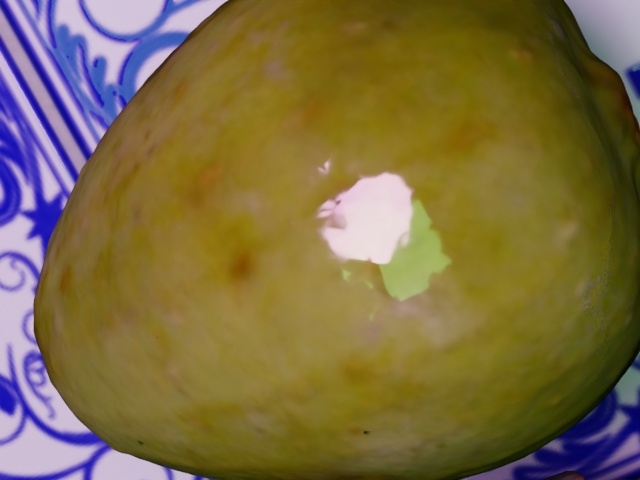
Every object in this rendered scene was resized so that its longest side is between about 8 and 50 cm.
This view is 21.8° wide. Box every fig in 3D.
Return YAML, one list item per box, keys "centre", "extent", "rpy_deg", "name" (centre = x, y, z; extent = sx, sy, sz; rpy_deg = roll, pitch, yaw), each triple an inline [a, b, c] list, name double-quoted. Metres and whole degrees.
- centre: [0.000, 0.000, 0.793]
  extent: [0.326, 0.258, 0.258]
  rpy_deg: [-21, 99, 29]
  name: "fig"

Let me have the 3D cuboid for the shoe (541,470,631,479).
- centre: [0.092, 0.173, 0.792]
  extent: [0.171, 0.336, 0.132]
  rpy_deg: [-31, 65, 8]
  name: "shoe"
